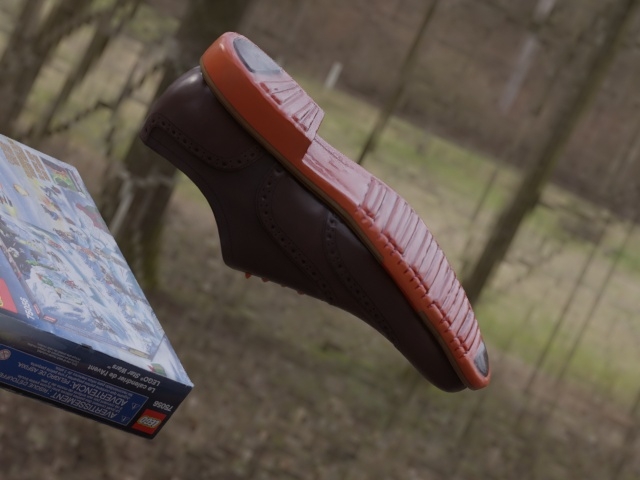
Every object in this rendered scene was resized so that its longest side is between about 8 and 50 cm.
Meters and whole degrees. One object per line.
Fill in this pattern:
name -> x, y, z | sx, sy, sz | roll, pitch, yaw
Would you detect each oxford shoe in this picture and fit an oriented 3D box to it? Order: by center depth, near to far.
oxford shoe -> 0.000, 0.000, 1.235 | 0.271, 0.098, 0.097 | 50, 17, -1

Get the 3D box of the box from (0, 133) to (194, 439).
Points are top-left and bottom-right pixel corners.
box -> -0.107, 0.004, 0.666 | 0.094, 0.027, 0.137 | 26, 20, -38
